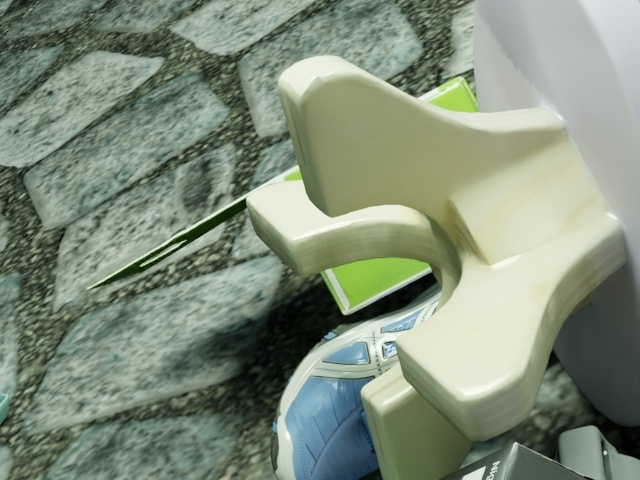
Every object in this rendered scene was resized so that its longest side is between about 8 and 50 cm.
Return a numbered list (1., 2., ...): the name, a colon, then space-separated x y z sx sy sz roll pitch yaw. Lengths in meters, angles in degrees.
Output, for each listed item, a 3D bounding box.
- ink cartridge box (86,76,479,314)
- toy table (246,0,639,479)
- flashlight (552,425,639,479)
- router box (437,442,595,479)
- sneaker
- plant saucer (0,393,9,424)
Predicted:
1. ink cartridge box: 0.000 0.000 1.071 0.255 0.097 0.189 -29 1 5
2. toy table: 0.079 -0.002 0.845 0.161 0.274 0.252 -24 19 -16
3. flashlight: 0.127 0.211 0.676 0.103 0.103 0.304 -56 12 26
4. router box: 0.045 0.186 0.709 0.133 0.046 0.179 -41 26 58
5. sneaker: 0.060 0.076 0.975 0.211 0.080 0.081 -39 27 -16
6. plant saucer: -0.296 0.182 1.213 0.067 0.018 0.192 -4 38 40
